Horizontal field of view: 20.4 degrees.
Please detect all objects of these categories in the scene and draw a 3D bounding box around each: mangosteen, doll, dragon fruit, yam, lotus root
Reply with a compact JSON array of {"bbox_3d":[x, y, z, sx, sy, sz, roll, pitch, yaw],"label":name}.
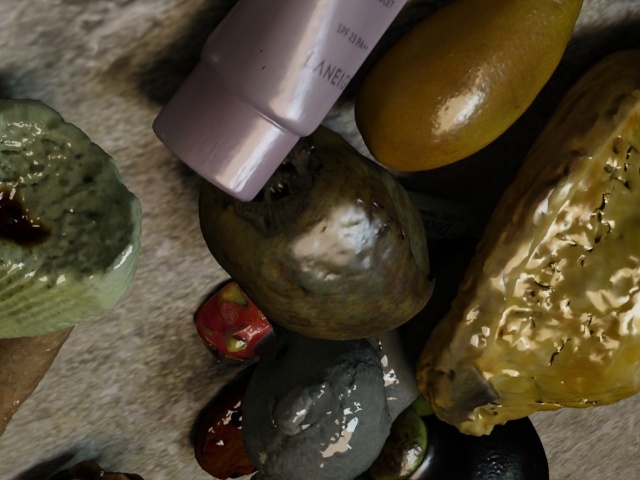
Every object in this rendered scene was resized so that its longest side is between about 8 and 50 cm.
[{"bbox_3d":[0.126,0.245,1.959,0.243,0.243,0.243,-27,154,-14],"label":"mangosteen"},{"bbox_3d":[0.031,0.109,1.712,0.340,0.158,0.246,-51,161,-40],"label":"doll"},{"bbox_3d":[-0.077,0.081,1.596,0.060,0.056,0.083,-32,157,-7],"label":"dragon fruit"},{"bbox_3d":[-0.260,0.115,1.428,0.066,0.066,0.300,-9,145,-43],"label":"yam"},{"bbox_3d":[0.000,0.000,1.422,0.152,0.160,0.275,-43,154,6],"label":"lotus root"}]

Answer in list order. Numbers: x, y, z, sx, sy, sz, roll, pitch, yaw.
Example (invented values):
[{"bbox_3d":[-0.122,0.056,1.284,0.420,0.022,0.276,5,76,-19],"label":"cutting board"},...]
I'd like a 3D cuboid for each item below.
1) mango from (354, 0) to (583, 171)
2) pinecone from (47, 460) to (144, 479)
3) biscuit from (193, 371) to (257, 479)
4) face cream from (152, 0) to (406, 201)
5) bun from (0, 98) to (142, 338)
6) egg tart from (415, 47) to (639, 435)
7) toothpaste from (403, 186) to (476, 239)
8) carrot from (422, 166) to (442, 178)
[{"bbox_3d":[0.124,-0.144,1.398,0.227,0.099,0.136,-46,147,5],"label":"mango"},{"bbox_3d":[-0.217,0.317,1.714,0.185,0.169,0.212,-33,154,-15],"label":"pinecone"},{"bbox_3d":[-0.043,0.179,1.824,0.192,0.049,0.192,-28,150,-18],"label":"biscuit"},{"bbox_3d":[-0.002,-0.159,1.240,0.274,0.096,0.154,-52,149,7],"label":"face cream"},{"bbox_3d":[-0.218,-0.023,1.155,0.203,0.127,0.212,-11,152,13],"label":"bun"},{"bbox_3d":[0.276,0.021,1.674,0.443,0.178,0.443,-44,155,-27],"label":"egg tart"},{"bbox_3d":[0.072,-0.026,1.609,0.218,0.041,0.064,6,127,-50],"label":"toothpaste"},{"bbox_3d":[0.111,-0.091,1.548,0.035,0.035,0.142,-20,159,-27],"label":"carrot"}]
